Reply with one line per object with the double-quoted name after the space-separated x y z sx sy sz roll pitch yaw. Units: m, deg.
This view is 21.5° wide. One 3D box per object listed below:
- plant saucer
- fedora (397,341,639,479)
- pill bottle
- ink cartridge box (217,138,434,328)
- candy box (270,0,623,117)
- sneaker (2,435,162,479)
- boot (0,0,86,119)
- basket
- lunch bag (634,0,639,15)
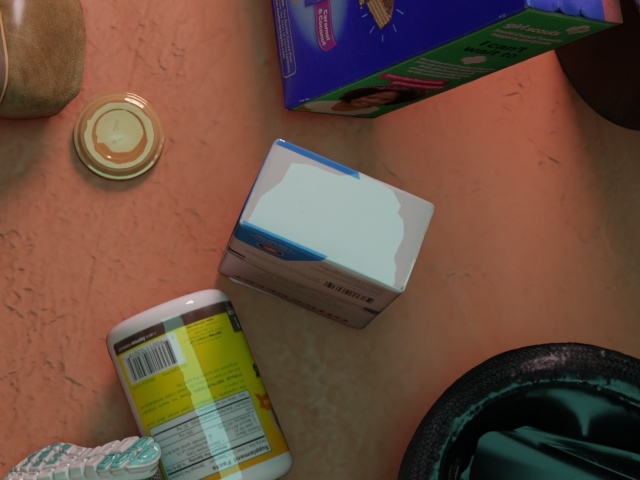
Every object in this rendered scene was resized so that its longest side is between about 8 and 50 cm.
-0.185 -0.097 1.549 0.083 0.013 0.084 1 80 -8 "plant saucer"
0.225 0.255 1.473 0.334 0.152 0.334 0 75 -2 "fedora"
-0.098 0.159 1.466 0.117 0.117 0.215 -20 84 -11 "pill bottle"
0.000 0.000 1.463 0.148 0.203 0.086 22 76 -4 "ink cartridge box"
0.089 -0.274 1.458 0.122 0.317 0.268 -1 80 -38 "candy box"
-0.201 0.216 1.444 0.065 0.166 0.076 -42 119 -52 "sneaker"
-0.285 -0.253 1.536 0.115 0.112 0.305 3 74 -38 "boot"
0.314 -0.224 1.531 0.154 0.227 0.204 -13 82 -10 "basket"
0.382 -0.265 1.324 0.303 0.115 0.243 -21 75 16 "lunch bag"
